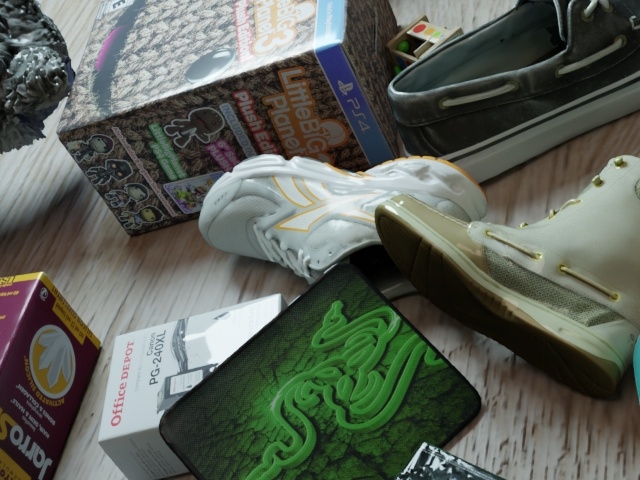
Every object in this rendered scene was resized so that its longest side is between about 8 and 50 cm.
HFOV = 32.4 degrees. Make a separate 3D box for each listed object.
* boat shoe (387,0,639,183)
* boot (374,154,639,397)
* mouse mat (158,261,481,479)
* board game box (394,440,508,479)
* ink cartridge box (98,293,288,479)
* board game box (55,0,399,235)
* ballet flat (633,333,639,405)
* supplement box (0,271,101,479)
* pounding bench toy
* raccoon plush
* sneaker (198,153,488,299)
[{"bbox_3d":[0.212,-0.166,0.934,0.335,0.119,0.121,-33,39,-4],"label":"boat shoe"},{"bbox_3d":[0.163,-0.005,0.800,0.213,0.077,0.165,34,67,24],"label":"boot"},{"bbox_3d":[0.000,0.123,0.778,0.190,0.007,0.152,-41,75,-15],"label":"mouse mat"},{"bbox_3d":[0.127,0.221,0.648,0.260,0.030,0.136,19,57,42],"label":"board game box"},{"bbox_3d":[-0.090,0.116,0.860,0.151,0.063,0.109,-15,42,14],"label":"ink cartridge box"},{"bbox_3d":[-0.081,-0.164,1.091,0.291,0.141,0.232,-15,42,17],"label":"board game box"},{"bbox_3d":[0.223,0.129,0.640,0.079,0.077,0.221,20,39,3],"label":"ballet flat"},{"bbox_3d":[-0.266,0.132,0.917,0.081,0.104,0.188,-9,44,22],"label":"supplement box"},{"bbox_3d":[0.093,-0.169,1.062,0.083,0.052,0.065,-41,41,-14],"label":"pounding bench toy"},{"bbox_3d":[-0.435,-0.099,1.063,0.299,0.216,0.446,-33,5,46],"label":"raccoon plush"},{"bbox_3d":[0.000,0.000,0.909,0.263,0.099,0.121,-2,51,30],"label":"sneaker"}]
